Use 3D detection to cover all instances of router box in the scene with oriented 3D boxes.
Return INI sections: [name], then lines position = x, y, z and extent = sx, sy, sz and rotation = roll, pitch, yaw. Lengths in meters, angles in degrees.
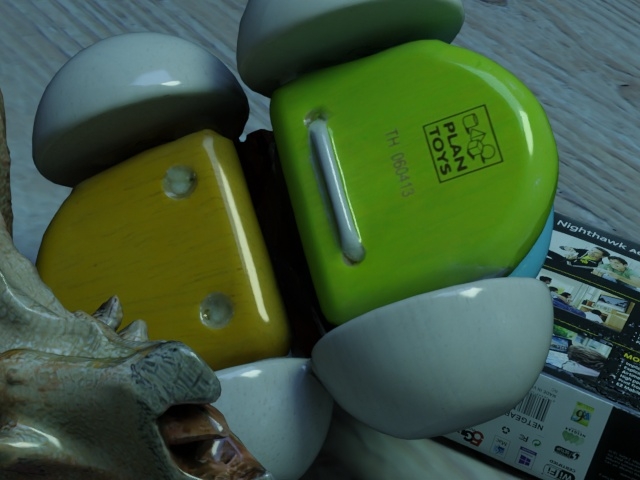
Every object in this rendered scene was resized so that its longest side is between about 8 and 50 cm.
[router box]
position = 0.147, 0.060, 0.573
extent = 0.179, 0.046, 0.133
rotation = 23, 30, 14

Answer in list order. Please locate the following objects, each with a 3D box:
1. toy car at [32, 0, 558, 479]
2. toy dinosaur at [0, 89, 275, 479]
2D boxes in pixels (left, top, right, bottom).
[toy car]
position = 0.000, 0.000, 0.508
extent = 0.136, 0.182, 0.159
rotation = 23, 48, -64
[toy dinosaur]
position = -0.135, -0.004, 0.456
extent = 0.127, 0.200, 0.296
rotation = -28, 23, -10
